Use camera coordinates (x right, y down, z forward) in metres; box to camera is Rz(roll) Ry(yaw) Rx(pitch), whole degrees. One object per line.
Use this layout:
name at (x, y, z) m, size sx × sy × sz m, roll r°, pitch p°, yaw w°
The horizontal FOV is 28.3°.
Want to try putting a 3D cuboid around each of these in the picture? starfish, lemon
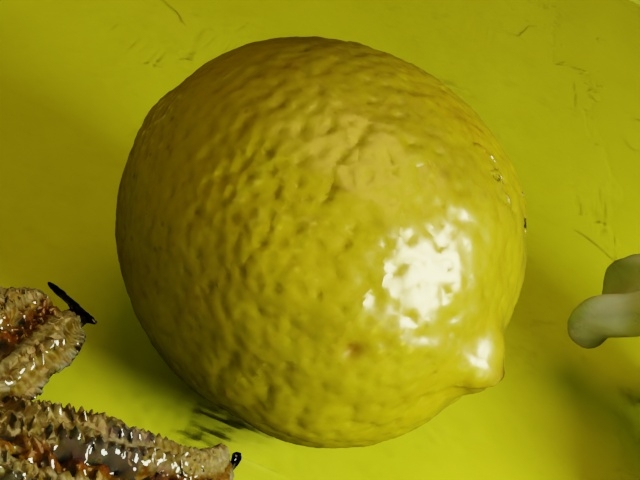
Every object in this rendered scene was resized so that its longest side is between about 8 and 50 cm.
starfish at (-0.206, 0.080, 0.644) m, size 0.312 × 0.113 × 0.303 m, roll 38°, pitch 32°, yaw 6°
lemon at (0.000, -0.001, 0.793) m, size 0.267 × 0.267 × 0.267 m, roll 19°, pitch 29°, yaw -11°

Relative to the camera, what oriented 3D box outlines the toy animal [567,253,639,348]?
toy animal at (0.316, 0.111, 0.873) m, size 0.183 × 0.247 × 0.310 m, roll 25°, pitch 39°, yaw -35°
